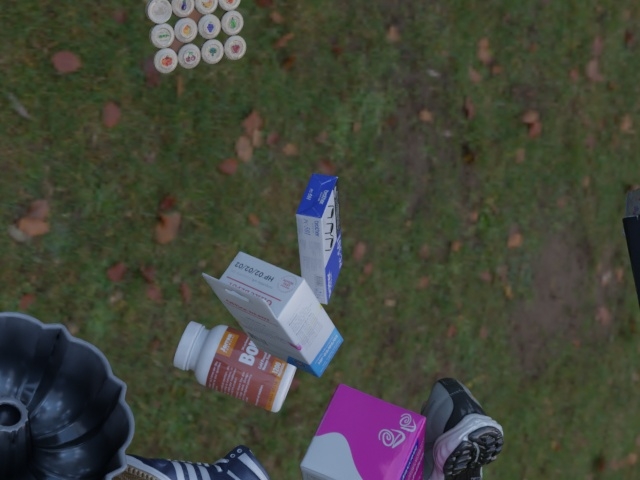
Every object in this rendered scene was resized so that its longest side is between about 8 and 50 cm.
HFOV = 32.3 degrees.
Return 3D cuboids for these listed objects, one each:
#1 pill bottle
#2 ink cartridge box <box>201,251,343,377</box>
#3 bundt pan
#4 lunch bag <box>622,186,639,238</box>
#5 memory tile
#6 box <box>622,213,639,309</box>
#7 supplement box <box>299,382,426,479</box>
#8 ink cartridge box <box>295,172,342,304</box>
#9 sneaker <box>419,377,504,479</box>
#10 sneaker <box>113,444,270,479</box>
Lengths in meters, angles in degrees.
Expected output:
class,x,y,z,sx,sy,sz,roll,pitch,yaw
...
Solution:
class,x,y,z,sx,sy,sz,roll,pitch,yaw
pill bottle,-0.157,0.229,2.058,0.121,0.216,0.121,20,90,-88
ink cartridge box,-0.055,0.079,1.305,0.061,0.104,0.181,-56,144,-19
bundt pan,-0.416,0.258,1.438,0.331,0.331,0.124,-29,155,-42
lunch bag,0.405,-0.025,1.353,0.053,0.071,0.083,6,80,-9
memory tile,-0.178,-0.306,1.598,0.148,0.012,0.113,-16,116,-25
box,0.410,0.024,1.032,0.261,0.184,0.103,14,65,-61
supplement box,0.053,0.275,1.301,0.220,0.114,0.111,81,32,-58
ink cartridge box,0.000,0.000,1.799,0.207,0.046,0.097,86,19,-47
sneaker,0.156,0.273,1.423,0.100,0.108,0.271,-12,145,-23
sneaker,-0.220,0.410,1.923,0.153,0.282,0.099,-66,-178,-48
